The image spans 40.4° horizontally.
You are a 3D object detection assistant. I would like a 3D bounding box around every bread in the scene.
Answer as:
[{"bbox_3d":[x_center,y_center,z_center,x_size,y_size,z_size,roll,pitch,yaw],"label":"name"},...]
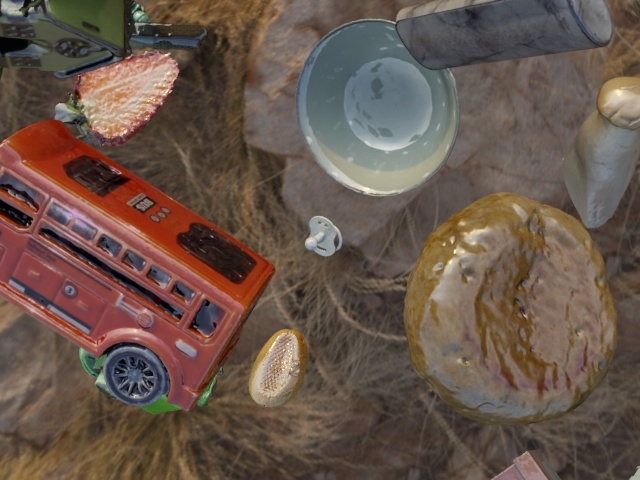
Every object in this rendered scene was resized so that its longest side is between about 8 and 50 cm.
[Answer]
[{"bbox_3d":[0.182,0.071,0.861,0.230,0.230,0.123,51,155,-8],"label":"bread"},{"bbox_3d":[-0.090,0.286,1.917,0.114,0.189,0.077,14,148,16],"label":"bread"}]

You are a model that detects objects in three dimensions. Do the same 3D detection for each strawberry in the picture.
[{"bbox_3d":[-0.428,-0.293,1.847,0.286,0.106,0.188,-31,82,-18],"label":"strawberry"}]

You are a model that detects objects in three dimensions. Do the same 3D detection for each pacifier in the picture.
[{"bbox_3d":[0.000,0.000,1.574,0.068,0.064,0.083,25,131,26],"label":"pacifier"}]

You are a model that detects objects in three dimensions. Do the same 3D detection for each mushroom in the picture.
[{"bbox_3d":[0.607,-0.193,1.842,0.138,0.154,0.407,-3,148,-1],"label":"mushroom"}]

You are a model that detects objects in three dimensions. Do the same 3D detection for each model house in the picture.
[{"bbox_3d":[-0.273,-0.313,1.059,0.279,0.218,0.204,1,71,-10],"label":"model house"}]

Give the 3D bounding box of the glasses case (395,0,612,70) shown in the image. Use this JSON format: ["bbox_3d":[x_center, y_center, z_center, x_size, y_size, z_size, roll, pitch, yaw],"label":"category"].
[{"bbox_3d":[0.234,-0.285,1.157,0.114,0.060,0.299,42,159,-31],"label":"glasses case"}]

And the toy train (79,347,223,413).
[{"bbox_3d":[-0.232,0.138,1.290,0.188,0.243,0.132,37,146,-23],"label":"toy train"}]

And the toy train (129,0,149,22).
[{"bbox_3d":[-0.399,-0.410,1.563,0.194,0.081,0.125,33,79,26],"label":"toy train"}]

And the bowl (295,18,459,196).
[{"bbox_3d":[0.132,-0.268,1.692,0.337,0.157,0.337,10,113,24],"label":"bowl"}]

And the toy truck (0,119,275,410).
[{"bbox_3d":[-0.163,0.002,0.596,0.253,0.107,0.114,33,112,-1],"label":"toy truck"}]

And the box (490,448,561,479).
[{"bbox_3d":[0.393,0.469,1.480,0.086,0.215,0.215,-37,69,9],"label":"box"}]

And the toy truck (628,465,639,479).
[{"bbox_3d":[0.463,0.333,1.002,0.108,0.140,0.257,38,154,-25],"label":"toy truck"}]
